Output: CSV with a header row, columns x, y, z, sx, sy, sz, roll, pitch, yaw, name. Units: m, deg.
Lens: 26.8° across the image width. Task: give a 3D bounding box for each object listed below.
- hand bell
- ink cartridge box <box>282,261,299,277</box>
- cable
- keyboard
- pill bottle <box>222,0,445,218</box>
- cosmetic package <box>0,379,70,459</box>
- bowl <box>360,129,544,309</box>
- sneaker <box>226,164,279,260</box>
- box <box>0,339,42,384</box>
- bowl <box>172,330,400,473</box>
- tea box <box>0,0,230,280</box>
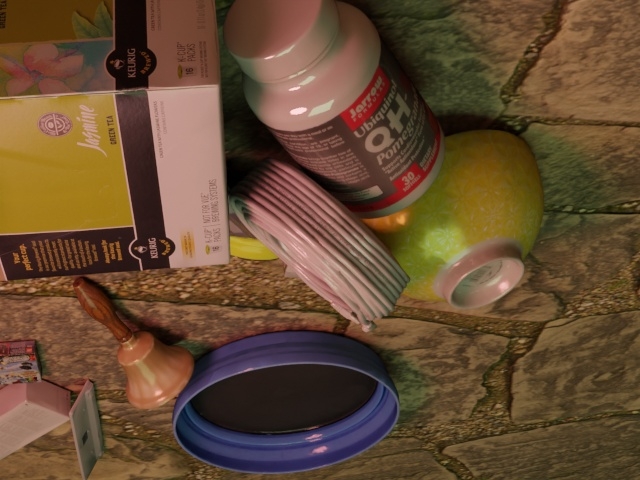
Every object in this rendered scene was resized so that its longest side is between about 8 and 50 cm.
x,y,z,sx,sy,sz,roll,pitch,yaw,name
-0.310,0.141,2.079,0.126,0.126,0.242,-20,129,18,hand bell
0.020,-0.026,1.914,0.109,0.062,0.209,4,142,-15,ink cartridge box
0.000,0.000,1.704,0.089,0.257,0.257,-49,177,-7,cable
-0.406,0.334,2.330,0.014,0.072,0.256,23,146,13,keyboard
0.015,-0.176,1.611,0.176,0.176,0.318,-21,142,18,pill bottle
-0.540,0.310,2.279,0.239,0.060,0.099,-30,140,28,cosmetic package
0.195,0.001,1.844,0.289,0.156,0.289,-18,148,-12,bowl
-0.171,-0.050,1.832,0.300,0.111,0.121,0,134,-19,sneaker
-0.522,0.199,2.159,0.137,0.027,0.094,-3,145,-6,box
-0.060,0.280,2.309,0.391,0.077,0.391,-5,144,-4,bowl
-0.275,-0.137,1.579,0.323,0.220,0.329,-4,143,-5,tea box
